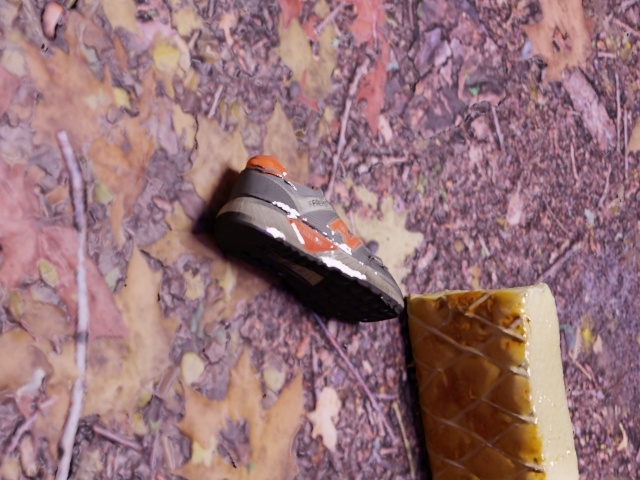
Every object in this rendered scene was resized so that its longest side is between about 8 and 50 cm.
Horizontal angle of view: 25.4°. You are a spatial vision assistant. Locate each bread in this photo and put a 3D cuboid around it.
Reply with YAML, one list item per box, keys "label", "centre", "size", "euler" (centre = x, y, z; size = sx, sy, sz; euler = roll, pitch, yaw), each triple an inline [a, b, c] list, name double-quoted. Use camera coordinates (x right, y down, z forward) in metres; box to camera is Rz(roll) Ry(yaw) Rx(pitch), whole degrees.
- label: "bread"
  centre: [0.146, 0.132, 1.201]
  size: [0.068, 0.125, 0.189]
  euler: [-7, 90, -47]

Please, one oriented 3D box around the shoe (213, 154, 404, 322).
- label: "shoe"
  centre: [0.001, 0.000, 1.116]
  size: [0.194, 0.074, 0.077]
  euler: [32, 58, -36]
